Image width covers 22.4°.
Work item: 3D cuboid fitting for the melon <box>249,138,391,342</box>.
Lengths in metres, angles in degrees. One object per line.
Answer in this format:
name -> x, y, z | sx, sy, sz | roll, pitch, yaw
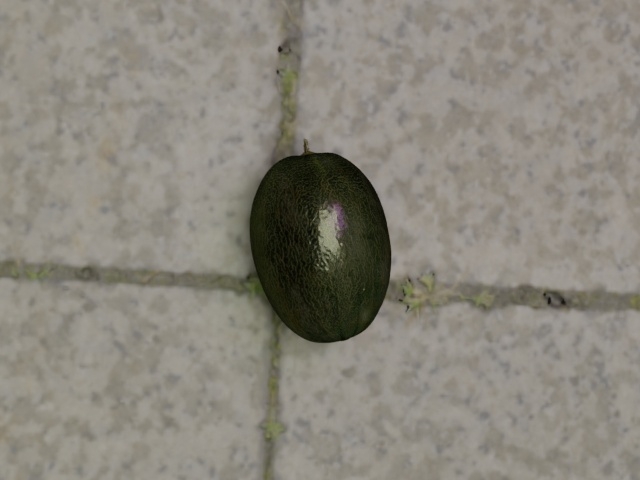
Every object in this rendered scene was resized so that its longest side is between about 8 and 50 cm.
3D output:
melon -> 0.000, 0.000, 1.312 | 0.114, 0.114, 0.167 | -9, 95, -13
